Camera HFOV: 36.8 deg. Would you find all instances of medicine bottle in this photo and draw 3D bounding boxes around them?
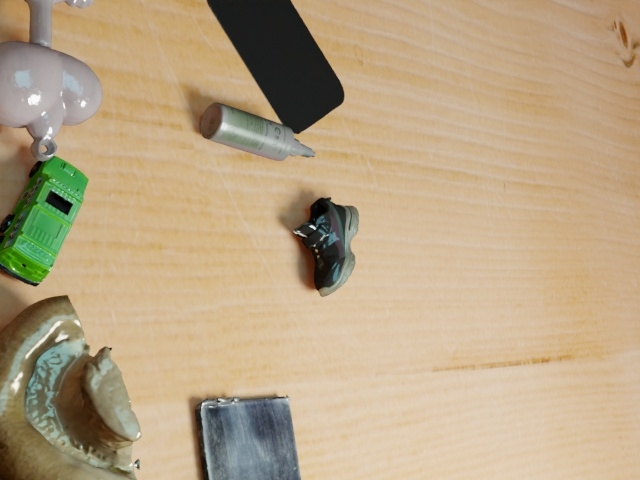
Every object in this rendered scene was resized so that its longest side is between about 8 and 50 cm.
[{"bbox_3d":[-0.082,-0.152,1.428,0.199,0.058,0.057,15,64,-40],"label":"medicine bottle"}]

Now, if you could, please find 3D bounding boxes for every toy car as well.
[{"bbox_3d":[-0.325,-0.030,1.138,0.071,0.062,0.165,36,52,-28],"label":"toy car"}]

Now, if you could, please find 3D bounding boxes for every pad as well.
[{"bbox_3d":[-0.067,-0.311,1.547,0.181,0.004,0.267,-42,104,-45],"label":"pad"}]

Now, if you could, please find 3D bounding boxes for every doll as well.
[{"bbox_3d":[-0.349,-0.269,1.191,0.160,0.094,0.365,12,65,-44],"label":"doll"}]

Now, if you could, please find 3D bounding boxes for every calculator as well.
[{"bbox_3d":[-0.083,0.335,1.258,0.161,0.021,0.261,6,70,-43],"label":"calculator"}]

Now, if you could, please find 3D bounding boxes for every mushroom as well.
[{"bbox_3d":[-0.285,0.206,1.032,0.151,0.156,0.285,-17,74,-35],"label":"mushroom"}]

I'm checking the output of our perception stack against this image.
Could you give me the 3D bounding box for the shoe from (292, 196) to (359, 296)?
[{"bbox_3d":[0.000,0.000,1.443,0.099,0.071,0.169,32,50,-28],"label":"shoe"}]
